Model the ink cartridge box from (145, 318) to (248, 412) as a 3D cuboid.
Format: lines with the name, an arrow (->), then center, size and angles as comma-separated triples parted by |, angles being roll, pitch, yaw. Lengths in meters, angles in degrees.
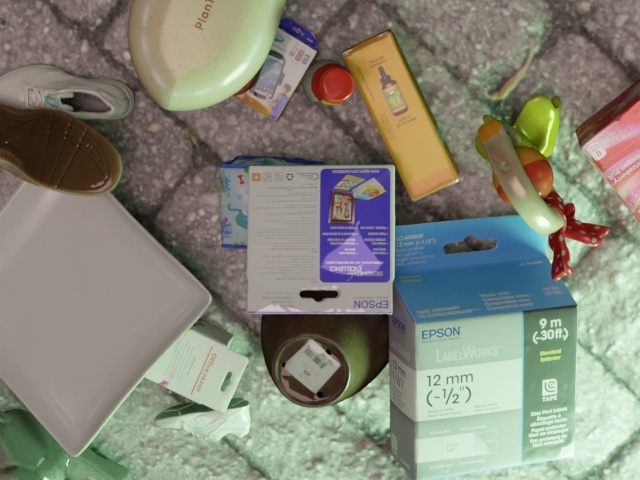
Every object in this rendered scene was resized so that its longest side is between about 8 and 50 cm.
ink cartridge box -> -0.203, 0.174, 1.969 | 0.181, 0.061, 0.104 | 26, 106, 2

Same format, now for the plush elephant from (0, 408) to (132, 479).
plush elephant -> -0.507, 0.394, 1.972 | 0.330, 0.272, 0.255 | 42, 114, -4

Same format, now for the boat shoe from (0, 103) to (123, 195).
boat shoe -> -0.403, -0.130, 1.869 | 0.302, 0.098, 0.109 | 16, 83, 21

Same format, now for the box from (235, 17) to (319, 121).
box -> -0.063, -0.249, 1.860 | 0.081, 0.028, 0.136 | 31, 108, -1

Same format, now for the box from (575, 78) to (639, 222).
box -> 0.508, -0.172, 1.740 | 0.300, 0.142, 0.154 | -40, 96, 15

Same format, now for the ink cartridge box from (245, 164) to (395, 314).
ink cartridge box -> 0.000, 0.000, 1.784 | 0.206, 0.045, 0.208 | 0, 82, 7

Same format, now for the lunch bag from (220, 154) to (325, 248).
lunch bag -> -0.063, -0.054, 1.875 | 0.151, 0.096, 0.129 | 3, 105, 17

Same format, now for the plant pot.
plant pot -> 0.003, 0.145, 1.847 | 0.215, 0.230, 0.215 | 2, 104, 8

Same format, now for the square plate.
square plate -> -0.372, 0.085, 1.941 | 0.347, 0.049, 0.344 | 45, 106, 12

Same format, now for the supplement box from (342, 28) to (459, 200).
supplement box -> 0.115, -0.178, 1.828 | 0.078, 0.080, 0.233 | -24, 102, 12

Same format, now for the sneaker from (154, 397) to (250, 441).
sneaker -> -0.181, 0.283, 2.000 | 0.152, 0.054, 0.061 | -5, 106, 9

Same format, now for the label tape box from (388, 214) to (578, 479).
label tape box -> 0.229, 0.148, 1.835 | 0.249, 0.115, 0.348 | -5, 106, -16

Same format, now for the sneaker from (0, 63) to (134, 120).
sneaker -> -0.384, -0.209, 1.880 | 0.212, 0.094, 0.080 | 4, 106, 7

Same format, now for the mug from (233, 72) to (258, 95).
mug -> -0.152, -0.295, 1.831 | 0.150, 0.113, 0.169 | 24, 104, -32

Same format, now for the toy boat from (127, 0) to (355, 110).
toy boat -> -0.097, -0.267, 1.728 | 0.318, 0.148, 0.268 | 28, 94, -10

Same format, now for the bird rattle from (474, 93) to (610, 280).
bird rattle -> 0.280, -0.070, 1.758 | 0.143, 0.207, 0.254 | -22, 74, 26
